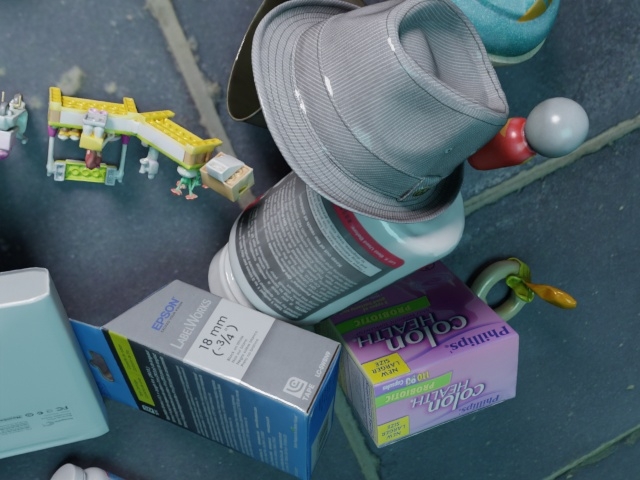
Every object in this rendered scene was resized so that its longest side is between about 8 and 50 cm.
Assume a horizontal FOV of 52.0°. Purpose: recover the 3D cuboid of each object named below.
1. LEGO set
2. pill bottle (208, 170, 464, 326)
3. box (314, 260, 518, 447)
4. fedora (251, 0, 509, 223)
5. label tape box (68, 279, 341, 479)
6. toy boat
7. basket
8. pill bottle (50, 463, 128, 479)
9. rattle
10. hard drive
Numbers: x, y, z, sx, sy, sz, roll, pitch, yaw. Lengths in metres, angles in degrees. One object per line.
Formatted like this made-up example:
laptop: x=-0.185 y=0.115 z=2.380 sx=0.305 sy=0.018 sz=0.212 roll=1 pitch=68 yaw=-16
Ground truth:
LEGO set: x=-0.218 y=-0.088 z=0.750 sx=0.287 sy=0.132 sz=0.107 roll=15 pitch=118 yaw=-6
pill bottle: x=0.000 y=0.000 z=0.795 sx=0.176 sy=0.176 sz=0.319 roll=24 pitch=141 yaw=-32
box: x=0.126 y=0.145 z=0.958 sx=0.214 sy=0.243 sz=0.117 roll=-15 pitch=122 yaw=-14
fedora: x=0.083 y=-0.145 z=0.618 sx=0.276 sy=0.243 sz=0.124 roll=6 pitch=156 yaw=-44
label tape box: x=-0.148 y=0.170 z=0.854 sx=0.334 sy=0.105 sz=0.240 roll=19 pitch=144 yaw=12
toy boat: x=0.215 y=-0.242 z=0.770 sx=0.268 sy=0.148 sz=0.318 roll=-10 pitch=87 yaw=-37
basket: x=0.033 y=-0.192 z=0.793 sx=0.227 sy=0.154 sz=0.204 roll=22 pitch=95 yaw=-36
pill bottle: x=-0.330 y=0.399 z=0.995 sx=0.087 sy=0.087 sz=0.160 roll=-45 pitch=124 yaw=5
rattle: x=0.295 y=0.131 z=1.090 sx=0.200 sy=0.142 sz=0.130 roll=-29 pitch=143 yaw=-13
hard drive: x=-0.401 y=0.168 z=0.776 sx=0.233 sy=0.047 sz=0.353 roll=-9 pitch=144 yaw=-13
